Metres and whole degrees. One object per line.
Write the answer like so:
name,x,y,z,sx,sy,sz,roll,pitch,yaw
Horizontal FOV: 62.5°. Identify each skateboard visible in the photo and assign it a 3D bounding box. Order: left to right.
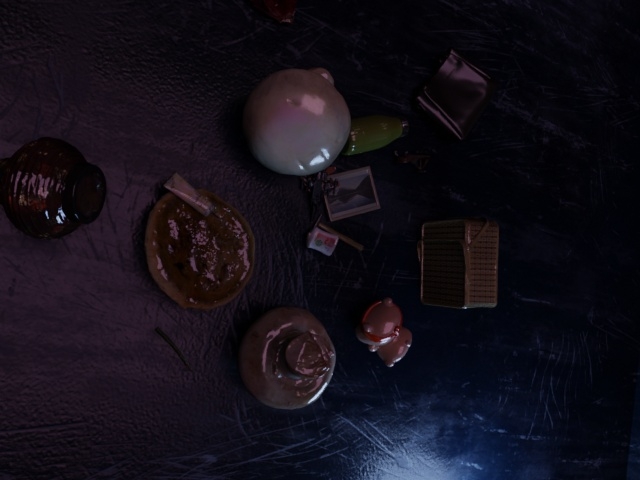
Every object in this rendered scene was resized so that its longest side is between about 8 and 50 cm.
skateboard,0.327,-0.279,1.854,0.151,0.067,0.080,-5,101,-32

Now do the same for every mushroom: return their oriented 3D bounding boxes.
mushroom,-0.078,0.339,1.488,0.297,0.290,0.298,1,88,-27
mushroom,-0.043,-0.349,1.517,0.356,0.315,0.315,-37,106,-16

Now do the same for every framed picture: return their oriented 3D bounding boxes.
framed picture,0.097,-0.156,1.741,0.203,0.015,0.150,-16,92,-28

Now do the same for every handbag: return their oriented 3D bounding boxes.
handbag,0.484,-0.528,1.911,0.257,0.113,0.285,39,79,-16

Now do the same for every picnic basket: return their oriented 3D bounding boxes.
picnic basket,0.471,0.072,1.830,0.175,0.228,0.313,2,89,-31

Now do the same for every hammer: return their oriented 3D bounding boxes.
hammer,0.064,-0.019,1.729,0.198,0.013,0.062,29,75,-25

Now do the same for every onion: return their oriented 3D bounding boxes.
onion,-0.134,-0.793,1.575,0.227,0.120,0.284,-31,104,-20

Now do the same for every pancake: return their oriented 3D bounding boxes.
pancake,-0.323,0.026,1.457,0.356,0.065,0.356,4,84,-44

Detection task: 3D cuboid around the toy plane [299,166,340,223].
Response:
toy plane,-0.011,-0.146,1.657,0.130,0.061,0.189,11,94,3

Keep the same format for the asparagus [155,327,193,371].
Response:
asparagus,-0.404,0.305,1.470,0.163,0.016,0.016,56,40,-16

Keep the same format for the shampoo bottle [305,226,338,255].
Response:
shampoo bottle,0.000,0.000,1.673,0.099,0.043,0.072,23,98,-26

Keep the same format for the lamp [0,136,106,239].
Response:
lamp,-0.640,-0.122,1.235,0.246,0.247,0.247,0,89,-28

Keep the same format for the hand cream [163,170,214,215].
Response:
hand cream,-0.346,-0.122,1.408,0.143,0.039,0.061,40,55,-16

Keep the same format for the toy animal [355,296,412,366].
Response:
toy animal,0.208,0.294,1.729,0.171,0.171,0.198,-43,116,-22

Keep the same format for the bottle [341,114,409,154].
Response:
bottle,0.175,-0.357,1.739,0.260,0.112,0.112,-17,97,-28
